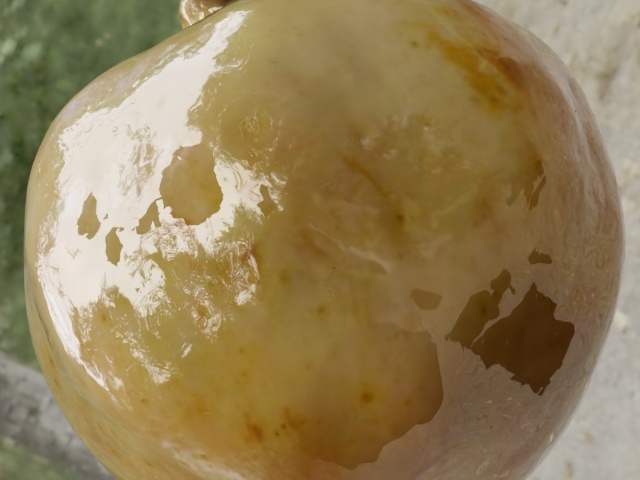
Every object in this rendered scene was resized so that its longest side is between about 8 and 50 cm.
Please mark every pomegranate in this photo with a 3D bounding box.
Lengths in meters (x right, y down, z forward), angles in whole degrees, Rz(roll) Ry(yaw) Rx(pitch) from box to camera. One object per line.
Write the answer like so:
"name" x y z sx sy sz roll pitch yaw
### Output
"pomegranate" 0.000 0.000 0.970 0.411 0.411 0.411 -62 11 21
